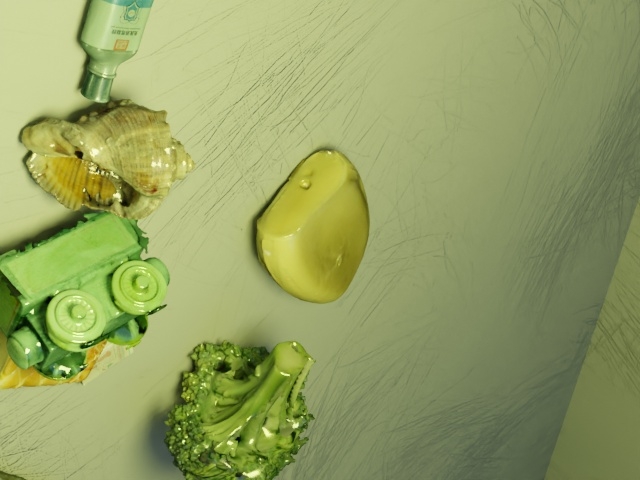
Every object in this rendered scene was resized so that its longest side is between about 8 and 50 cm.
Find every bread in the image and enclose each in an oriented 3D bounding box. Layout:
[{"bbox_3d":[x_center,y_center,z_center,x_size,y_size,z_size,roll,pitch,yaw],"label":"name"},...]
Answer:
[{"bbox_3d":[-0.428,0.167,1.773,0.188,0.068,0.125,2,119,-53],"label":"bread"}]

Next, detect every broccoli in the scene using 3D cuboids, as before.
[{"bbox_3d":[-0.157,0.301,2.083,0.375,0.249,0.302,-26,132,-52],"label":"broccoli"}]

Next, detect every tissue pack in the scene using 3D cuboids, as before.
[{"bbox_3d":[-0.371,0.198,1.919,0.108,0.023,0.056,-33,143,-30],"label":"tissue pack"}]

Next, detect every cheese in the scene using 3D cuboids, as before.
[{"bbox_3d":[0.000,0.000,2.120,0.259,0.128,0.316,-45,149,-17],"label":"cheese"}]

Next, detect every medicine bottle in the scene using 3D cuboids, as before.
[{"bbox_3d":[-0.282,-0.292,1.542,0.090,0.053,0.209,-8,127,-50],"label":"medicine bottle"}]

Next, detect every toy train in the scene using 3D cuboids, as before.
[{"bbox_3d":[-0.354,0.080,1.659,0.271,0.188,0.159,-30,168,-36],"label":"toy train"}]

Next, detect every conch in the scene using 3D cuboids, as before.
[{"bbox_3d":[-0.303,-0.115,1.599,0.245,0.163,0.178,8,108,-21],"label":"conch"}]

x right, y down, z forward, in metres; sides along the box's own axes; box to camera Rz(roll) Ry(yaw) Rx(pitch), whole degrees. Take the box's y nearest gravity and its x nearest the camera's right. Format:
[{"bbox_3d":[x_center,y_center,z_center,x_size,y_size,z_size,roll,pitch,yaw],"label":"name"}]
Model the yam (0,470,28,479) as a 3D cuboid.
[{"bbox_3d":[-0.508,0.463,1.891,0.133,0.133,0.330,-53,151,-2],"label":"yam"}]
